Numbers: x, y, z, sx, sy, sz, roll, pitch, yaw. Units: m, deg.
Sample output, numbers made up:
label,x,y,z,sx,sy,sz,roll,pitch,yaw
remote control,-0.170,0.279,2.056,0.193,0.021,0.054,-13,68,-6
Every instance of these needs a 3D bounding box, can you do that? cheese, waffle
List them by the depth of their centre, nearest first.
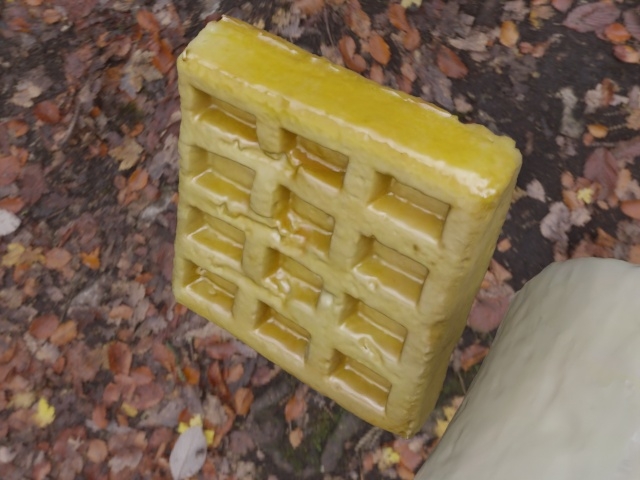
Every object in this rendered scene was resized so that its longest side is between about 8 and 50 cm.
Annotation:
label,x,y,z,sx,sy,sz,roll,pitch,yaw
cheese,0.215,0.152,0.431,0.332,0.292,0.153,32,77,5
waffle,0.000,0.000,0.622,0.221,0.055,0.248,28,134,20
